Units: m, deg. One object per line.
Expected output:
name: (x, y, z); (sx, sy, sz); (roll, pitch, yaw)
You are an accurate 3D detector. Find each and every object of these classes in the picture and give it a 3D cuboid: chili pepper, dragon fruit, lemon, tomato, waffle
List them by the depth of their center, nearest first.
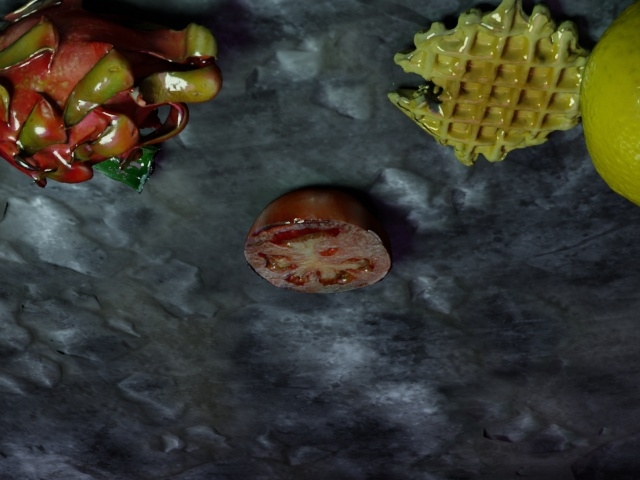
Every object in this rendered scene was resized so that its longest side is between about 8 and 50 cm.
lemon: (0.422, -0.151, 1.303); (0.245, 0.245, 0.319); (-4, 146, 10)
dragon fruit: (-0.279, -0.173, 1.356); (0.307, 0.243, 0.227); (21, -175, 7)
waffle: (0.219, -0.195, 1.420); (0.250, 0.056, 0.261); (-25, 134, 33)
chili pepper: (-0.336, -0.135, 1.553); (0.227, 0.059, 0.088); (20, 137, -15)
tomato: (-0.002, -0.003, 1.679); (0.225, 0.085, 0.225); (0, 147, 0)
